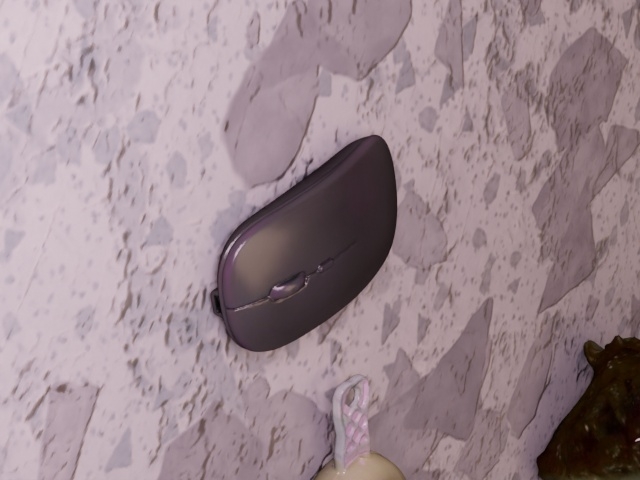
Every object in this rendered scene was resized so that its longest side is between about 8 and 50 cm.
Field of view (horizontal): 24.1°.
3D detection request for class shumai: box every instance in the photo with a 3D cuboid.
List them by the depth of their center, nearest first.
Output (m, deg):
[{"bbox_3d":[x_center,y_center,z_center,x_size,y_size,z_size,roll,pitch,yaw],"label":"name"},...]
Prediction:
[{"bbox_3d":[0.412,0.261,1.726,0.323,0.397,0.324,37,47,-22],"label":"shumai"}]

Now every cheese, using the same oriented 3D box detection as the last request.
[{"bbox_3d":[0.029,0.225,1.336,0.137,0.064,0.227,-29,123,-49],"label":"cheese"}]

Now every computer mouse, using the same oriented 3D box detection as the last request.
[{"bbox_3d":[0.001,0.000,1.220,0.232,0.057,0.120,-37,130,-43],"label":"computer mouse"}]
